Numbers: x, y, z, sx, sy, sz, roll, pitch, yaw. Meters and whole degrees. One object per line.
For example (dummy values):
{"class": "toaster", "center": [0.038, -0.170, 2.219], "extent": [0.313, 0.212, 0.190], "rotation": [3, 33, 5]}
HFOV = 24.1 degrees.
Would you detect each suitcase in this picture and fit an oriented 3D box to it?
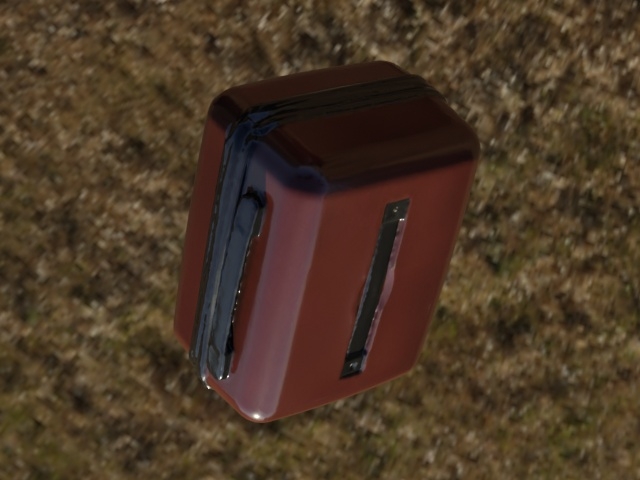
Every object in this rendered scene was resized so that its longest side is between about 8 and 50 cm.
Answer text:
{"class": "suitcase", "center": [0.000, 0.000, 1.333], "extent": [0.161, 0.236, 0.297], "rotation": [45, 135, 36]}
